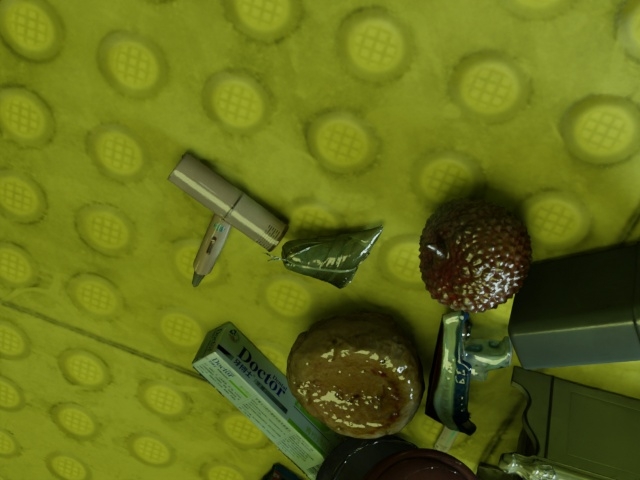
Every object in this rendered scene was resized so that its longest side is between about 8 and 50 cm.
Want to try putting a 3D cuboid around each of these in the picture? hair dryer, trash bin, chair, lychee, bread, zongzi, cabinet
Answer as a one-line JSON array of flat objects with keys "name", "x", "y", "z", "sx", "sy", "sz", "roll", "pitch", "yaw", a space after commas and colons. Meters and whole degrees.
[{"name": "hair dryer", "x": -0.184, "y": -0.016, "z": 1.492, "sx": 0.195, "sy": 0.054, "sz": 0.220, "roll": 37, "pitch": 134, "yaw": -11}, {"name": "trash bin", "x": 0.392, "y": 0.091, "z": 1.312, "sx": 0.236, "sy": 0.177, "sz": 0.101, "roll": -11, "pitch": 123, "yaw": 29}, {"name": "chair", "x": 0.129, "y": 0.423, "z": 1.464, "sx": 0.226, "sy": 0.227, "sz": 0.401, "roll": 29, "pitch": 169, "yaw": -6}, {"name": "lychee", "x": 0.206, "y": 0.021, "z": 1.317, "sx": 0.197, "sy": 0.165, "sz": 0.165, "roll": 0, "pitch": 139, "yaw": -35}, {"name": "bread", "x": 0.062, "y": 0.210, "z": 1.533, "sx": 0.230, "sy": 0.123, "sz": 0.230, "roll": 8, "pitch": 125, "yaw": 12}, {"name": "zongzi", "x": 0.000, "y": 0.000, "z": 1.419, "sx": 0.154, "sy": 0.062, "sz": 0.130, "roll": 20, "pitch": 129, "yaw": -21}, {"name": "cabinet", "x": 0.417, "y": 0.403, "z": 1.503, "sx": 0.318, "sy": 0.227, "sz": 0.290, "roll": 14, "pitch": 129, "yaw": 6}]

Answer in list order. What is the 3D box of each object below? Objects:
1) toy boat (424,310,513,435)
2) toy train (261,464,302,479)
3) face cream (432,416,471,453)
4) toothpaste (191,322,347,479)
[{"name": "toy boat", "x": 0.233, "y": 0.211, "z": 1.488, "sx": 0.115, "sy": 0.114, "sz": 0.262, "roll": 9, "pitch": 129, "yaw": 5}, {"name": "toy train", "x": 0.053, "y": 0.581, "z": 1.839, "sx": 0.409, "sy": 0.089, "sz": 0.086, "roll": 34, "pitch": 123, "yaw": -9}, {"name": "face cream", "x": 0.224, "y": 0.336, "z": 1.643, "sx": 0.038, "sy": 0.020, "sz": 0.115, "roll": 21, "pitch": 128, "yaw": 2}, {"name": "toothpaste", "x": -0.082, "y": 0.290, "z": 1.661, "sx": 0.067, "sy": 0.081, "sz": 0.336, "roll": -29, "pitch": 113, "yaw": 33}]
